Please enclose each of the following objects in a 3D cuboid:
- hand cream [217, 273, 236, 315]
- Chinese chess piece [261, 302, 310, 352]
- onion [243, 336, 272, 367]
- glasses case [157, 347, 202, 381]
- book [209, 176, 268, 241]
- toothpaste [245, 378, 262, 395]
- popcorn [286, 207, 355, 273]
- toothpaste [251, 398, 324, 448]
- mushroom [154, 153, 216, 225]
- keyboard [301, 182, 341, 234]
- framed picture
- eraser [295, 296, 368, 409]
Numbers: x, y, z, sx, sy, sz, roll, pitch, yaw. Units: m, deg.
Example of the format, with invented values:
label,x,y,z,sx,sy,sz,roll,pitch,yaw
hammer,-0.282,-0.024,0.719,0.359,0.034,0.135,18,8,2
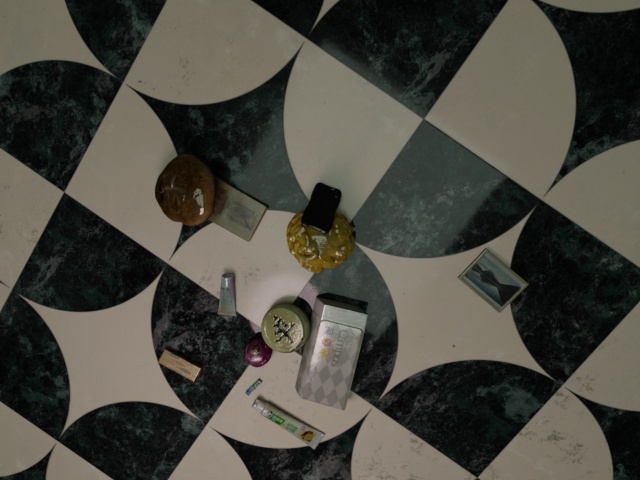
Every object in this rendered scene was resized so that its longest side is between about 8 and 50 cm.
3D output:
label,x,y,z,sx,sy,sz,roll,pitch,yaw
hand cream,-0.367,0.217,1.593,0.076,0.047,0.174,6,108,5
Chinese chess piece,-0.134,0.334,1.546,0.189,0.083,0.188,1,95,17
onion,-0.242,0.439,1.589,0.115,0.115,0.104,-6,142,7
glasses case,-0.571,0.506,1.660,0.170,0.041,0.064,28,90,2
book,-0.334,-0.118,1.540,0.231,0.026,0.161,30,101,1
toothpaste,-0.272,0.597,1.652,0.020,0.017,0.083,44,101,-1
popcorn,0.000,0.000,1.447,0.251,0.190,0.249,0,88,1
toothpaste,-0.136,0.739,1.646,0.315,0.055,0.058,32,141,-3
mushroom,-0.493,-0.179,1.478,0.279,0.146,0.277,-1,89,26
keyboard,0.008,-0.116,1.395,0.106,0.262,0.016,21,131,-2
framed picture,0.629,0.147,1.480,0.203,0.015,0.150,40,101,-1
eraser,0.038,0.432,1.557,0.214,0.082,0.395,14,100,3
